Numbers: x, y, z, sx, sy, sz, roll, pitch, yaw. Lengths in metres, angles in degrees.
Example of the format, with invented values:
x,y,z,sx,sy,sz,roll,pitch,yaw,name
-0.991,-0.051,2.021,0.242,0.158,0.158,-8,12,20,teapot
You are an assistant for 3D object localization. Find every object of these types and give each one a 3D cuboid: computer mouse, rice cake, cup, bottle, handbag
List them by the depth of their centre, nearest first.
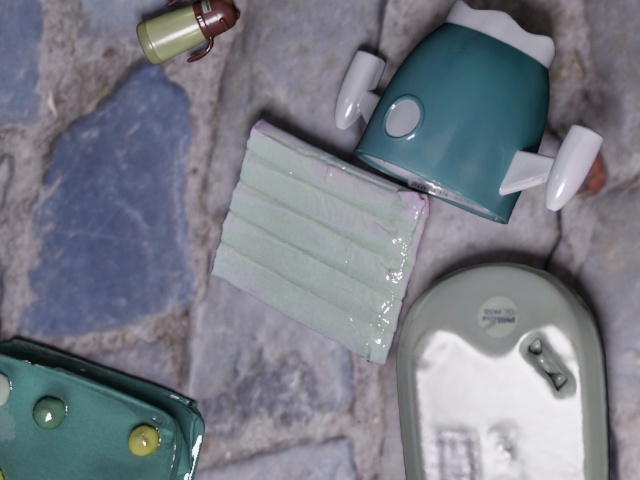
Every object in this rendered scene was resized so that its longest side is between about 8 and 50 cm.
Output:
x,y,z,sx,sy,sz,roll,pitch,yaw,name
0.137,-0.125,1.819,0.300,0.167,0.173,24,89,40,cup
0.173,0.184,1.835,0.197,0.095,0.331,0,97,16,computer mouse
0.000,0.000,1.896,0.198,0.037,0.189,20,106,16,rice cake
-0.267,0.255,1.938,0.269,0.100,0.274,19,92,13,handbag
-0.129,-0.211,1.949,0.101,0.047,0.063,-22,111,8,bottle
